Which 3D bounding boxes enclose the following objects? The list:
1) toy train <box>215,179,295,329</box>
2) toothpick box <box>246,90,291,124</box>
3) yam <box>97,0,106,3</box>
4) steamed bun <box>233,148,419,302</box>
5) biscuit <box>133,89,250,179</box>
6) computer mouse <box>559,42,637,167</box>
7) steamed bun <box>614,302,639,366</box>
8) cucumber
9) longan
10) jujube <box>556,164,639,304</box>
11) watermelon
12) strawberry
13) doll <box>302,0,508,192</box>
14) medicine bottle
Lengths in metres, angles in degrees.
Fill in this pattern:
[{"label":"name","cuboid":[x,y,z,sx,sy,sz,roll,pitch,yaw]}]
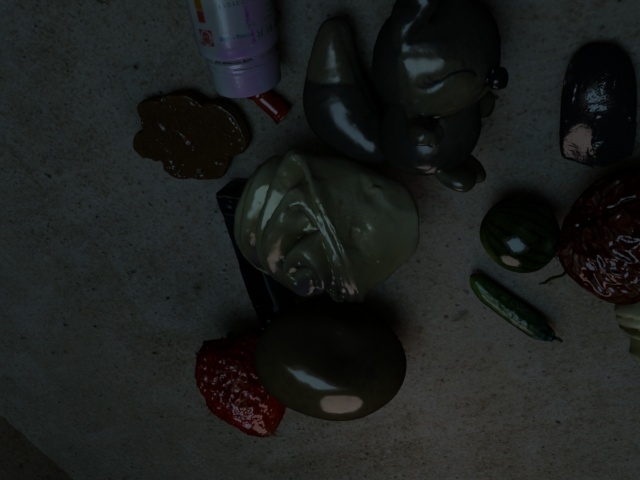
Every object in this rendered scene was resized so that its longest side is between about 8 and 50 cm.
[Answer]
[{"label":"toy train","cuboid":[-0.134,0.048,1.673,0.086,0.089,0.409,9,132,30]},{"label":"toothpick box","cuboid":[-0.101,-0.271,1.425,0.083,0.047,0.047,41,132,-11]},{"label":"yam","cuboid":[-0.434,-0.500,1.387,0.043,0.043,0.094,-19,119,34]},{"label":"steamed bun","cuboid":[0.000,0.000,1.428,0.353,0.247,0.339,17,157,-4]},{"label":"biscuit","cuboid":[-0.278,-0.221,1.547,0.291,0.041,0.208,-4,124,28]},{"label":"computer mouse","cuboid":[0.460,-0.215,1.206,0.122,0.073,0.217,3,129,21]},{"label":"steamed bun","cuboid":[0.691,0.169,1.330,0.276,0.203,0.289,-10,122,30]},{"label":"cucumber","cuboid":[0.410,0.152,1.541,0.250,0.056,0.056,36,132,-4]},{"label":"longan","cuboid":[0.023,0.271,1.658,0.350,0.288,0.288,12,134,-12]},{"label":"jujube","cuboid":[0.527,-0.007,1.244,0.213,0.213,0.232,30,116,-1]},{"label":"watermelon","cuboid":[0.391,0.001,1.371,0.187,0.140,0.140,32,133,-7]},{"label":"strawberry","cuboid":[-0.178,0.362,1.825,0.257,0.257,0.276,-39,63,41]},{"label":"doll","cuboid":[0.120,-0.273,1.199,0.379,0.252,0.382,6,123,19]},{"label":"medicine bottle","cuboid":[-0.152,-0.392,1.278,0.152,0.152,0.254,5,130,20]}]
